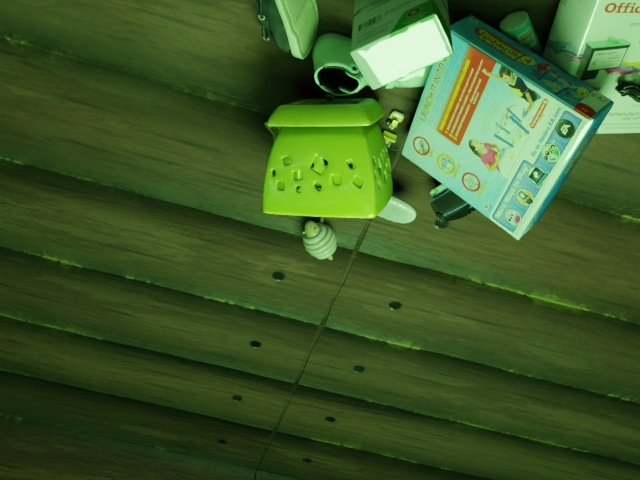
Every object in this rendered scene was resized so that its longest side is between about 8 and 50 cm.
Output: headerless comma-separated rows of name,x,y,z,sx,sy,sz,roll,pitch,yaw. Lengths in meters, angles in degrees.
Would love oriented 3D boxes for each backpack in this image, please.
backpack,0.308,-0.097,1.453,0.105,0.084,0.114,-33,163,35

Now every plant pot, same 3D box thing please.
plant pot,0.018,-0.171,1.286,0.228,0.227,0.207,2,107,14

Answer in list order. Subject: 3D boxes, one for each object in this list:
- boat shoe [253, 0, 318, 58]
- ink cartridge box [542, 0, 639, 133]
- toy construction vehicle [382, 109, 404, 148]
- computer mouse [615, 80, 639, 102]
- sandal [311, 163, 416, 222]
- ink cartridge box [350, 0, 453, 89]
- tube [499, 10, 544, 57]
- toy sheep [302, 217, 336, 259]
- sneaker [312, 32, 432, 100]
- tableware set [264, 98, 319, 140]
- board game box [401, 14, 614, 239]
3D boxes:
boat shoe,-0.080,-0.442,1.106,0.113,0.127,0.340,21,169,13
ink cartridge box,0.514,-0.333,1.152,0.201,0.117,0.278,-2,135,-7
toy construction vehicle,0.127,-0.236,1.382,0.085,0.035,0.098,22,133,-14
computer mouse,0.592,-0.303,1.081,0.106,0.042,0.193,16,130,-25
sandal,0.097,-0.120,1.471,0.265,0.076,0.102,24,151,3
ink cartridge box,0.139,-0.376,1.120,0.153,0.209,0.087,-18,133,25
tube,0.397,-0.336,1.240,0.080,0.052,0.207,-16,136,25
toy sheep,0.000,0.000,1.598,0.091,0.091,0.132,-20,129,25
sneaker,0.107,-0.308,1.231,0.255,0.151,0.094,8,134,-2
tableware set,-0.035,-0.230,1.421,0.168,0.020,0.141,-16,131,21
board game box,0.327,-0.205,1.220,0.302,0.086,0.308,41,144,20
